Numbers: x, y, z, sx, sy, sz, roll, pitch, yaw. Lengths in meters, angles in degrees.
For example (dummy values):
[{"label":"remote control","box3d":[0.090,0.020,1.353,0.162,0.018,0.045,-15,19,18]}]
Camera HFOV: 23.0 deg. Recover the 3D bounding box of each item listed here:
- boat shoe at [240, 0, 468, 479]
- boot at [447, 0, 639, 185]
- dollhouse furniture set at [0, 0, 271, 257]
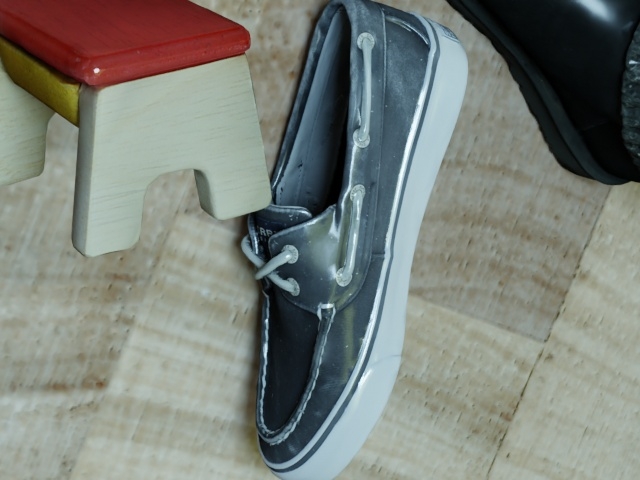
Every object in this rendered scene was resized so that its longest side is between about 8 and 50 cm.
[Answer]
[{"label":"boat shoe","box3d":[0.000,0.000,0.964,0.102,0.108,0.301,14,95,-36]},{"label":"boot","box3d":[0.216,-0.138,0.961,0.131,0.260,0.348,-48,125,-10]},{"label":"dollhouse furniture set","box3d":[-0.204,-0.113,0.630,0.201,0.374,0.152,-19,120,-29]}]
